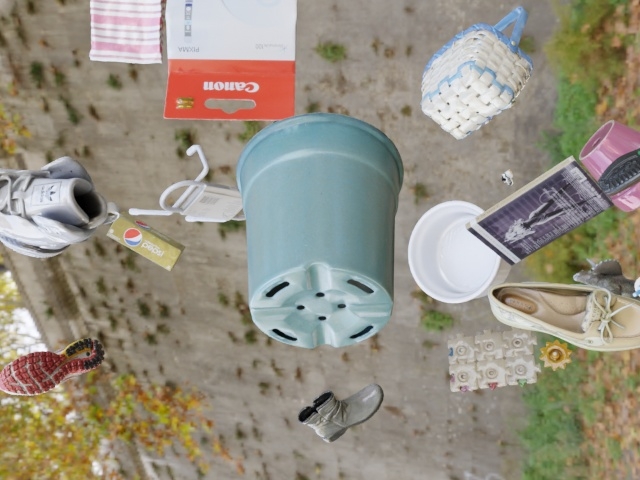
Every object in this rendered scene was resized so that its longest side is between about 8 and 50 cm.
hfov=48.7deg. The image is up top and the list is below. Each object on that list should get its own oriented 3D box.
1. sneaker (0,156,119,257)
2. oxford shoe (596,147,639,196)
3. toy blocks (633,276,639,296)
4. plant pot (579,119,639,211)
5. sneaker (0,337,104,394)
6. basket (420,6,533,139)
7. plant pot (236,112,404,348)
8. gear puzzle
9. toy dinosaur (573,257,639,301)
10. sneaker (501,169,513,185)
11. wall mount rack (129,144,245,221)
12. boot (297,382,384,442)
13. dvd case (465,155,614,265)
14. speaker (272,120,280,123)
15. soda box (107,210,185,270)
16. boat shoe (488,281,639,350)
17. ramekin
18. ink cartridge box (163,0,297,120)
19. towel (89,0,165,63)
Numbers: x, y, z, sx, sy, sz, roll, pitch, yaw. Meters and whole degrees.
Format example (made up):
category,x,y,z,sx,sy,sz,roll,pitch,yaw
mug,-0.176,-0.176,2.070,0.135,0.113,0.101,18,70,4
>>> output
category,x,y,z,sx,sy,sz,roll,pitch,yaw
sneaker,-0.497,-0.078,1.094,0.366,0.210,0.137,26,-121,-49
oxford shoe,0.713,-0.157,1.542,0.096,0.227,0.083,49,-169,-37
toy blocks,0.709,0.066,1.457,0.148,0.054,0.123,-18,-33,-43
plant pot,0.775,-0.204,1.806,0.201,0.180,0.201,-53,1,2
sneaker,-0.574,0.278,1.500,0.225,0.093,0.088,-11,-104,-49
basket,0.361,-0.392,1.647,0.255,0.201,0.289,-34,30,51
plant pot,0.000,0.000,1.330,0.341,0.341,0.334,75,-169,-50
gear puzzle,0.525,0.328,1.965,0.044,0.339,0.175,50,-145,-51
toy dinosaur,0.724,0.147,1.642,0.160,0.313,0.121,-37,-33,-26
sneaker,0.607,-0.202,2.304,0.032,0.037,0.083,64,-176,31
wall mount rack,-0.327,-0.113,1.891,0.350,0.304,0.130,8,-133,-52
boot,0.064,0.488,2.083,0.161,0.246,0.083,53,178,-42
dvd case,0.396,-0.047,1.278,0.164,0.221,0.018,32,-147,-38
speaker,-0.100,-0.218,1.694,0.055,0.055,0.136,-70,-5,-55
soda box,-0.433,0.001,1.763,0.061,0.181,0.058,-59,6,10
boat shoe,0.434,0.127,1.224,0.089,0.285,0.104,39,-120,-63
ramekin,0.394,0.035,1.954,0.135,0.277,0.277,9,-99,-53
ink cartridge box,-0.209,-0.466,1.659,0.091,0.308,0.385,94,176,-65
towel,-0.374,-0.442,1.360,0.029,0.144,0.197,-58,-30,-86
